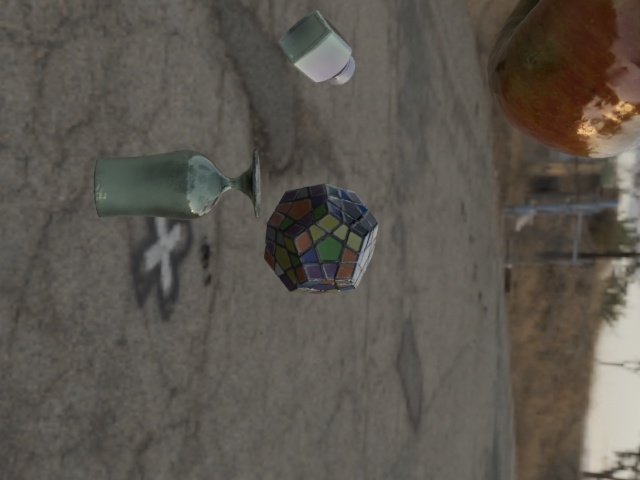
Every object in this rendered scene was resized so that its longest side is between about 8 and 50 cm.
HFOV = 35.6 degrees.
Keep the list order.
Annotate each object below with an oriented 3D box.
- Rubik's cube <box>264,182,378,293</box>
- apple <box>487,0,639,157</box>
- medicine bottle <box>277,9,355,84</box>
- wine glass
[{"bbox_3d":[0.000,0.000,0.932,0.093,0.111,0.111,-46,-167,30],"label":"Rubik's cube"},{"bbox_3d":[0.354,-0.228,1.166,0.309,0.250,0.277,-52,-172,-5],"label":"apple"},{"bbox_3d":[0.002,-0.264,1.402,0.055,0.074,0.118,57,15,27],"label":"medicine bottle"},{"bbox_3d":[-0.204,-0.079,1.432,0.103,0.231,0.103,-3,90,-89],"label":"wine glass"}]
